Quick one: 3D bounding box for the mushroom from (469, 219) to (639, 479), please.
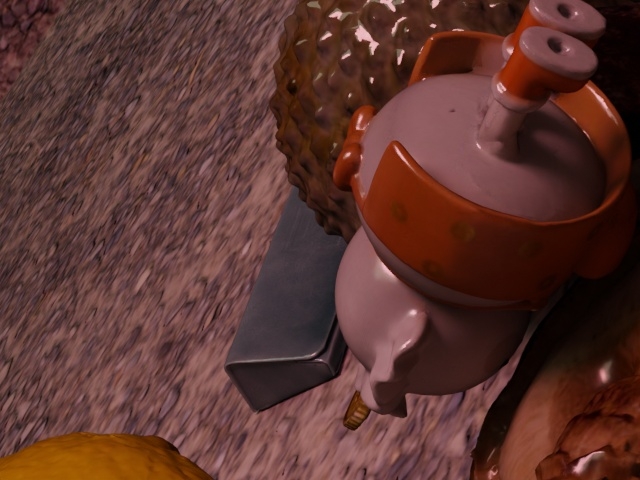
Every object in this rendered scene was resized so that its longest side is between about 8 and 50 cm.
[{"bbox_3d":[0.188,0.096,0.909,0.297,0.163,0.278,-24,26,52],"label":"mushroom"}]

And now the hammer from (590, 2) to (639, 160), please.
[{"bbox_3d":[0.259,-0.076,0.895,0.242,0.095,0.409,-12,10,-9],"label":"hammer"}]

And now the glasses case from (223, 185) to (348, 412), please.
[{"bbox_3d":[0.000,0.000,1.542,0.105,0.056,0.266,-29,32,45],"label":"glasses case"}]

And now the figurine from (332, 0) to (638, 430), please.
[{"bbox_3d":[0.060,-0.004,0.963,0.271,0.143,0.143,-46,21,40],"label":"figurine"}]

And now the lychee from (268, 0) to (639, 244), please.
[{"bbox_3d":[0.091,-0.096,1.256,0.255,0.274,0.255,-20,40,17],"label":"lychee"}]

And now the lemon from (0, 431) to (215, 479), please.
[{"bbox_3d":[-0.143,0.247,1.204,0.245,0.245,0.320,-34,27,37],"label":"lemon"}]
